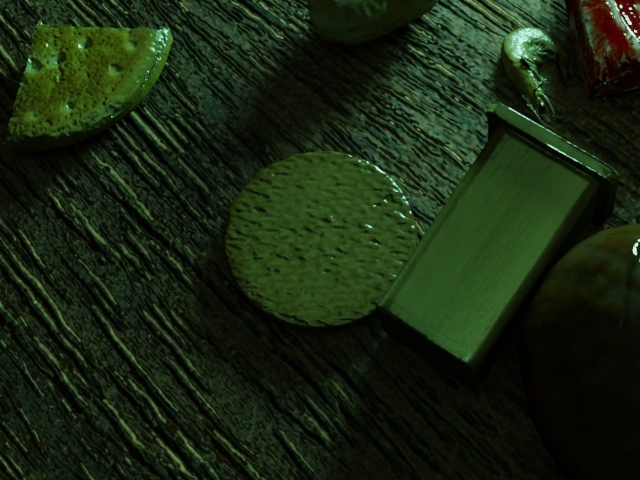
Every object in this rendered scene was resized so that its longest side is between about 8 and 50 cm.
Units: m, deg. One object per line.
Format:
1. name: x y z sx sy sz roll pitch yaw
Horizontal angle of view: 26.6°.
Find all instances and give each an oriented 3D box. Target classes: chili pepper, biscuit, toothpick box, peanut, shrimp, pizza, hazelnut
1. chili pepper: 0.410 -0.320 1.863 0.144 0.136 0.253 -26 68 32
2. biscuit: 0.000 0.000 1.818 0.261 0.037 0.262 -2 70 4
3. toothpick box: 0.219 0.015 1.726 0.187 0.190 0.308 32 80 15
4. peanut: 0.082 -0.355 1.900 0.224 0.129 0.129 -21 69 -12
5. shrimp: 0.311 -0.231 1.886 0.095 0.045 0.163 -10 62 -22
6. pizza: -0.347 -0.232 1.922 0.292 0.058 0.197 -40 71 -12
7. hazelnut: 0.432 0.161 1.568 0.359 0.359 0.409 -37 88 -9
